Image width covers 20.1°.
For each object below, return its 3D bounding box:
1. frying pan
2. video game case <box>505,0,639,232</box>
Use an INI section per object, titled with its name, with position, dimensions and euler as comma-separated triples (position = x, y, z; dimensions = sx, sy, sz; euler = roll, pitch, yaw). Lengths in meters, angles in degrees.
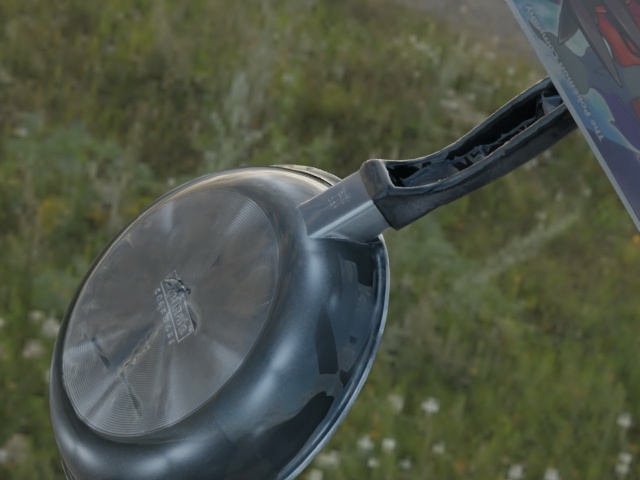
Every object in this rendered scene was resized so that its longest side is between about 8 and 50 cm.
[frying pan]
position = -0.004, 0.025, 0.812
dimensions = 0.053, 0.326, 0.197
euler = 39, 43, -41
[video game case]
position = 0.135, -0.041, 0.576
dimensions = 0.023, 0.201, 0.183
euler = -31, 0, -18
